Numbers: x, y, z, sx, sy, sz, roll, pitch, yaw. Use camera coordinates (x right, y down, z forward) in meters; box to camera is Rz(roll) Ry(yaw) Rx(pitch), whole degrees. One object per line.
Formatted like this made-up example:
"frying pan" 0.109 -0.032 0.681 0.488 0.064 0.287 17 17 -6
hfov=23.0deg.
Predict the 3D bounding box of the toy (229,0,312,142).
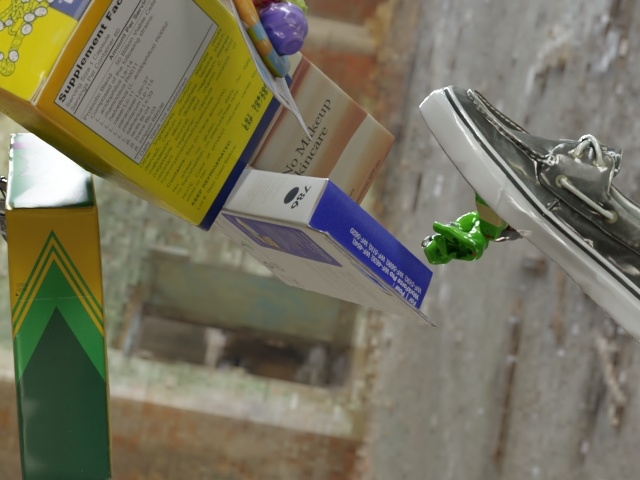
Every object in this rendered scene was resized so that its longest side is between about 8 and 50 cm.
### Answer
"toy" -0.049 -0.216 1.362 0.237 0.056 0.137 65 -171 25

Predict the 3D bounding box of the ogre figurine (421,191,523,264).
"ogre figurine" 0.198 -0.032 1.667 0.118 0.097 0.197 -31 -20 -35

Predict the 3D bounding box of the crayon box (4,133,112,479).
"crayon box" -0.305 0.064 1.810 0.363 0.106 0.313 -123 30 -71

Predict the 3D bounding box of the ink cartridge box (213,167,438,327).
"ink cartridge box" 0.000 0.000 1.638 0.065 0.165 0.332 -54 27 -11

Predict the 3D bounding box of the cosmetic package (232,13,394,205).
"cosmetic package" -0.050 -0.140 1.911 0.296 0.129 0.153 33 -95 -54

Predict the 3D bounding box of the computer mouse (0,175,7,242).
"computer mouse" -0.437 -0.044 2.266 0.193 0.106 0.042 91 -158 -61

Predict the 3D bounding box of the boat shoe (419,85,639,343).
"boat shoe" 0.245 -0.045 1.485 0.119 0.335 0.121 -48 0 18

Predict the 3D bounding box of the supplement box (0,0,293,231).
"supplement box" -0.211 -0.180 1.549 0.194 0.195 0.356 -61 -28 -6
